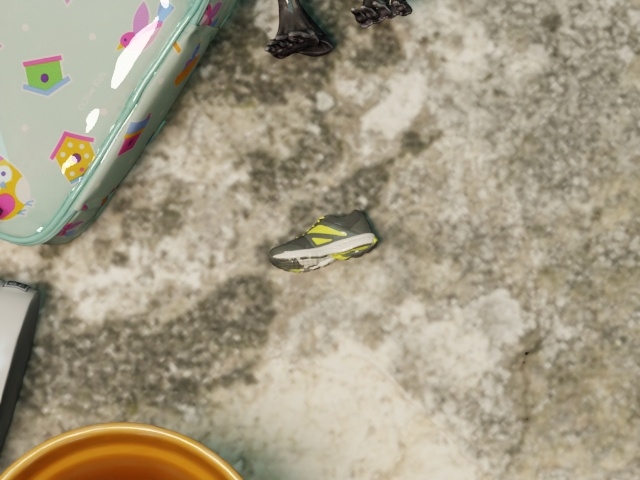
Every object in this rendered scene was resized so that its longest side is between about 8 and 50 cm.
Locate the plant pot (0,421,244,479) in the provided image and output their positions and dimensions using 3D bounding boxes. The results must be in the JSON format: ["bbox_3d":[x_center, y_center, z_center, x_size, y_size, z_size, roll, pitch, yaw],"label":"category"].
[{"bbox_3d":[-0.132,0.234,1.233,0.205,0.188,0.205,1,79,-3],"label":"plant pot"}]

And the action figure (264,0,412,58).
[{"bbox_3d":[-0.018,-0.286,1.362,0.164,0.141,0.275,-17,82,6],"label":"action figure"}]

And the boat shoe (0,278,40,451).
[{"bbox_3d":[-0.321,0.184,1.260,0.157,0.136,0.367,15,76,0],"label":"boat shoe"}]

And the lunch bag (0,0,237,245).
[{"bbox_3d":[-0.213,-0.144,1.301,0.224,0.108,0.279,36,99,5],"label":"lunch bag"}]

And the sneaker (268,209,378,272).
[{"bbox_3d":[0.000,0.000,1.367,0.083,0.031,0.035,-11,67,-9],"label":"sneaker"}]
